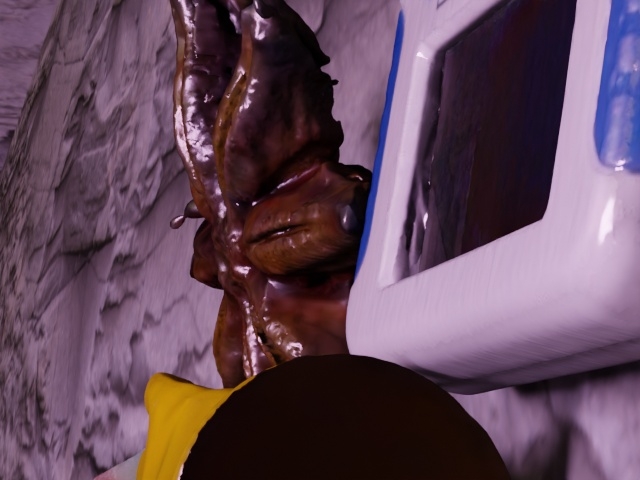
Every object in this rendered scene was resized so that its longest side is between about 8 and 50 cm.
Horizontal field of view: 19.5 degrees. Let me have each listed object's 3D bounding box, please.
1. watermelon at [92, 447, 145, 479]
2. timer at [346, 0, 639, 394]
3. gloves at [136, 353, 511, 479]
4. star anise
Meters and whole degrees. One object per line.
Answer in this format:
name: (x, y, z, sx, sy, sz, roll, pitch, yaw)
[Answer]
watermelon: (-0.158, 0.240, 1.069, 0.207, 0.202, 0.136, -103, -8, -65)
timer: (0.082, -0.045, 0.578, 0.253, 0.078, 0.178, 153, 128, -74)
gloves: (-0.029, 0.114, 0.725, 0.294, 0.116, 0.133, 151, 126, -72)
star anise: (0.000, 0.000, 0.817, 0.272, 0.103, 0.272, 167, 90, -74)
